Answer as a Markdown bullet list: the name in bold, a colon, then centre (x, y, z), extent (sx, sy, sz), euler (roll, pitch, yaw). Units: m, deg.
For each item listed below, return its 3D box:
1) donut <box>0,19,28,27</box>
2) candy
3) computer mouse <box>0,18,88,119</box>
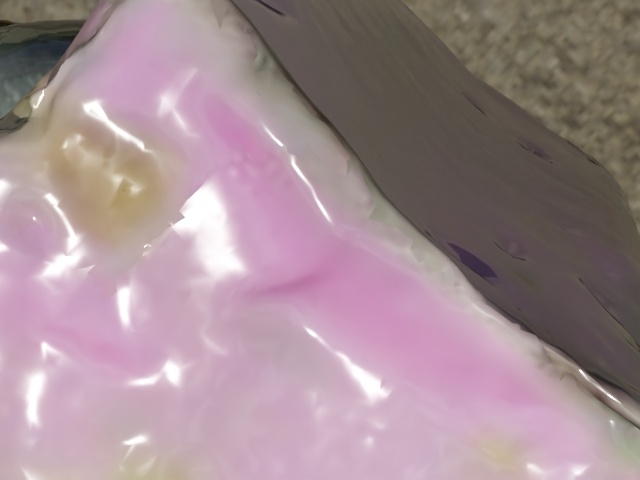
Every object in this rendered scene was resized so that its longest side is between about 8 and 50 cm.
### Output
- **donut**: centre (-0.265, -0.040, 1.144), extent (0.302, 0.303, 0.110), euler (-4, 75, -26)
- **candy**: centre (0.000, 0.000, 0.460), extent (0.155, 0.116, 0.265), euler (40, 14, -6)
- **computer mouse**: centre (-0.150, 0.037, 0.835), extent (0.203, 0.374, 0.114), euler (-4, 64, -27)
